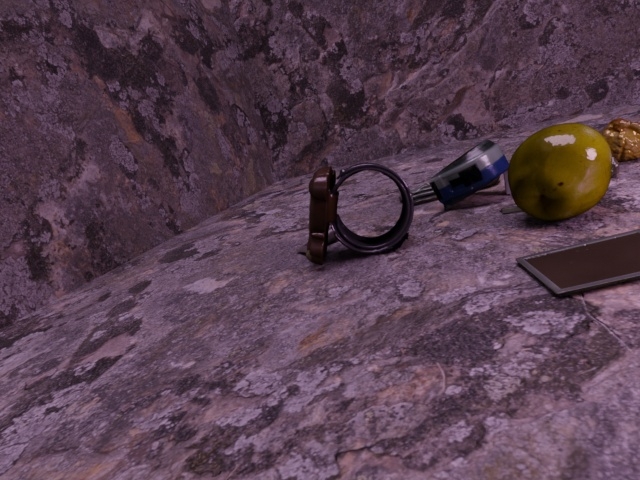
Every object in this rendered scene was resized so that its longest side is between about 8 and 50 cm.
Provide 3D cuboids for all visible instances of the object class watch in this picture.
[{"bbox_3d":[0.131,-0.087,1.483,0.327,0.335,0.314,6,12,5],"label":"watch"}]

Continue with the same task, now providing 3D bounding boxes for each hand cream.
[{"bbox_3d":[0.000,0.000,1.703,0.186,0.054,0.087,-29,15,-24],"label":"hand cream"}]

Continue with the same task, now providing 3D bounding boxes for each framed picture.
[{"bbox_3d":[0.610,0.046,0.976,0.296,0.019,0.232,-14,14,8],"label":"framed picture"}]

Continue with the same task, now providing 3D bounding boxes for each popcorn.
[{"bbox_3d":[1.160,-0.384,1.727,0.170,0.180,0.180,-46,3,22],"label":"popcorn"}]

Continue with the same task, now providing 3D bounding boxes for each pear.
[{"bbox_3d":[0.690,-0.202,1.304,0.294,0.294,0.294,-14,15,4],"label":"pear"}]

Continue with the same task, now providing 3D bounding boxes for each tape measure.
[{"bbox_3d":[0.574,-0.264,1.728,0.259,0.138,0.262,-37,1,-43],"label":"tape measure"}]

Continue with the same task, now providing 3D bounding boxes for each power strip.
[{"bbox_3d":[0.460,-0.218,2.000,0.213,0.064,0.198,-15,14,-1],"label":"power strip"}]

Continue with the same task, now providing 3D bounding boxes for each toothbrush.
[{"bbox_3d":[0.722,-0.112,1.426,0.294,0.026,0.028,-7,-1,28],"label":"toothbrush"}]

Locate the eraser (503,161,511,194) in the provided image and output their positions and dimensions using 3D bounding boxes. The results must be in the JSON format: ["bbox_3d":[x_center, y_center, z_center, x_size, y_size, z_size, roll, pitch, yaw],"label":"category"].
[{"bbox_3d":[0.755,-0.252,1.773,0.046,0.091,0.212,-5,18,28],"label":"eraser"}]

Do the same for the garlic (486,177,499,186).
[{"bbox_3d":[0.714,-0.285,1.974,0.148,0.128,0.267,11,17,35],"label":"garlic"}]

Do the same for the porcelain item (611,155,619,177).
[{"bbox_3d":[0.917,-0.231,1.581,0.216,0.069,0.081,-15,48,7],"label":"porcelain item"}]
